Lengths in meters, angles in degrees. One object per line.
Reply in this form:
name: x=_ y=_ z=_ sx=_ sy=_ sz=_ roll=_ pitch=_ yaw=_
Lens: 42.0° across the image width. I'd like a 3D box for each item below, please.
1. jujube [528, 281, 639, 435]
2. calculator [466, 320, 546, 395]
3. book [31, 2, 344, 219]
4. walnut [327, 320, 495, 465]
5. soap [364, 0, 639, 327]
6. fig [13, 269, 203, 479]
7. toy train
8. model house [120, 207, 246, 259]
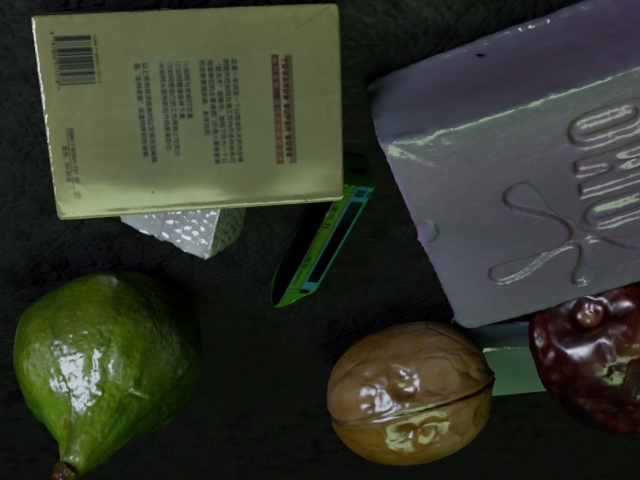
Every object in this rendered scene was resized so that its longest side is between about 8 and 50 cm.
jujube: x=0.332 y=0.126 z=0.935 sx=0.183 sy=0.183 sz=0.243 roll=-25 pitch=148 yaw=18
calculator: x=0.281 y=0.155 z=1.097 sx=0.246 sy=0.045 sz=0.141 roll=-5 pitch=141 yaw=-7
book: x=-0.097 y=-0.103 z=0.654 sx=0.231 sy=0.026 sz=0.161 roll=-4 pitch=107 yaw=-8
walnut: x=0.108 y=0.184 z=1.006 sx=0.207 sy=0.167 sz=0.167 roll=-15 pitch=141 yaw=9
soap: x=0.217 y=-0.065 z=0.770 sx=0.285 sy=0.107 sz=0.296 roll=-19 pitch=137 yaw=13
fig: x=-0.216 y=0.155 z=0.851 sx=0.203 sy=0.235 sz=0.203 roll=-6 pitch=136 yaw=-5
toy train: x=0.000 y=0.000 z=0.853 sx=0.042 sy=0.044 sz=0.209 roll=6 pitch=139 yaw=-21
model house: x=-0.115 y=-0.056 z=0.743 sx=0.100 sy=0.088 sz=0.100 roll=22 pitch=115 yaw=11
